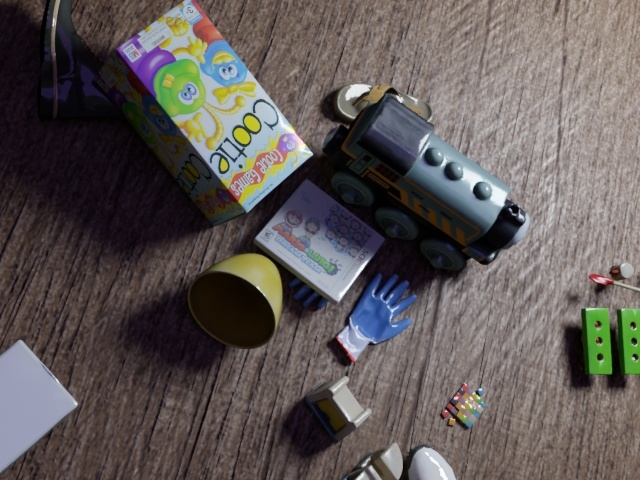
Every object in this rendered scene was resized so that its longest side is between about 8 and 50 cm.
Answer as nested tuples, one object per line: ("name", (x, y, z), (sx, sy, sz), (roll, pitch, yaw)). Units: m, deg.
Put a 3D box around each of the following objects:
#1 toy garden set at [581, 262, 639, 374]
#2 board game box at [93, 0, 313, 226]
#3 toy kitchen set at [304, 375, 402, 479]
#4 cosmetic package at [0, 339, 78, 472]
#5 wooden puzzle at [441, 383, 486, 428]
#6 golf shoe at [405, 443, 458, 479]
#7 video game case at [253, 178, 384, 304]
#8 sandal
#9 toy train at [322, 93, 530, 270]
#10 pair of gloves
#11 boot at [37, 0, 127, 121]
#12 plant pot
("toy garden set", (0.541, 0.124, 1.461), (0.244, 0.049, 0.204), (3, 80, -17))
("board game box", (-0.167, -0.177, 1.230), (0.144, 0.142, 0.275), (-44, 103, -24))
("toy kitchen set", (-0.012, 0.318, 1.200), (0.207, 0.122, 0.166), (-33, 86, -44))
("cosmetic package", (-0.431, 0.245, 1.076), (0.231, 0.085, 0.117), (-41, 90, -26))
("wooden puzzle", (0.226, 0.257, 1.339), (0.049, 0.006, 0.083), (44, 66, -2))
("golf shoe", (0.191, 0.386, 1.243), (0.077, 0.094, 0.198), (-21, 80, -22))
("video game case", (0.000, 0.000, 1.312), (0.157, 0.019, 0.143), (37, 59, 3))
("sandal", (0.109, -0.224, 1.417), (0.180, 0.049, 0.072), (8, 72, -17))
("toy train", (0.159, -0.080, 1.315), (0.334, 0.190, 0.142), (35, 67, -6))
("pair of gloves", (0.049, 0.077, 1.323), (0.159, 0.023, 0.198), (-41, 91, -25))
("boot", (-0.341, -0.269, 1.271), (0.137, 0.077, 0.198), (4, 86, -23))
("plant pot", (-0.107, 0.072, 1.225), (0.134, 0.134, 0.095), (38, 39, -5))
